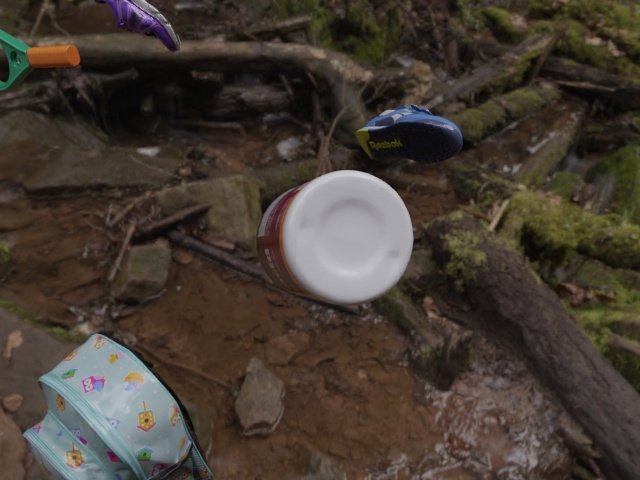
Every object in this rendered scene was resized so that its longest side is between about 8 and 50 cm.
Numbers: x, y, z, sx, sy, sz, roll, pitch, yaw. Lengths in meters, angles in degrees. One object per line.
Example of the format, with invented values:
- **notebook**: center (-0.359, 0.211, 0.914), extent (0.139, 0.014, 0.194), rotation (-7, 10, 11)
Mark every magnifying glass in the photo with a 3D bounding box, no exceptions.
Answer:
- **magnifying glass**: center (-0.440, -0.269, 0.942), extent (0.231, 0.092, 0.026), rotation (7, 26, 29)

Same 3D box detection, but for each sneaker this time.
- **sneaker**: center (-0.318, -0.385, 1.117), extent (0.170, 0.071, 0.068), rotation (38, 4, -11)
- **sneaker**: center (0.098, -0.117, 0.673), extent (0.059, 0.053, 0.144), rotation (-41, 29, -22)

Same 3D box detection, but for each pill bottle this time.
- **pill bottle**: center (0.000, 0.000, 1.208), extent (0.224, 0.224, 0.392), rotation (-12, 2, -15)

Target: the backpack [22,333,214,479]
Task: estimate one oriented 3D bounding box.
- **backpack**: center (-0.214, 0.199, 0.660), extent (0.166, 0.188, 0.144), rotation (27, 44, 33)
